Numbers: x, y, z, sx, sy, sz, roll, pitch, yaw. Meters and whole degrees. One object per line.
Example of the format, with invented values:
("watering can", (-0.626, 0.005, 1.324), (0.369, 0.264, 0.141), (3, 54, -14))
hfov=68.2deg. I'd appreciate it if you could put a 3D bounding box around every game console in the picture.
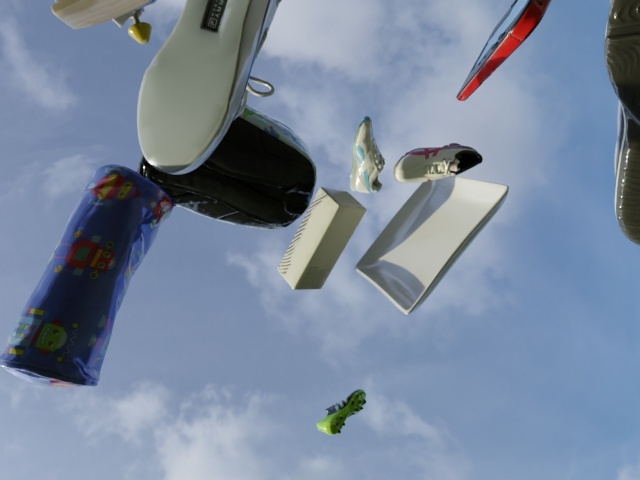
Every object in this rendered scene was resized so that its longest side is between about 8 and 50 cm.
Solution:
("game console", (0.555, -0.629, 1.390), (0.060, 0.342, 0.386), (35, -116, -5))

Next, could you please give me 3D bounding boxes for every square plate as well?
("square plate", (0.256, -0.008, 1.151), (0.049, 0.344, 0.347), (39, -89, -20))

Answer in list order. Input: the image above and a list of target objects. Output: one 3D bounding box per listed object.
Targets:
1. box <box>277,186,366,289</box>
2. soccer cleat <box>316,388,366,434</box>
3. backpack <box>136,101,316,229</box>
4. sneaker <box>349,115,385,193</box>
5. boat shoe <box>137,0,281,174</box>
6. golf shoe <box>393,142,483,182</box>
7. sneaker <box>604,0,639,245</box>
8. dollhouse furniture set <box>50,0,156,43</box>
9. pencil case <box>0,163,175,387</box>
("box", (0.000, 0.000, 1.260), (0.113, 0.094, 0.275), (6, -58, -45))
("soccer cleat", (0.058, 0.451, 1.265), (0.179, 0.072, 0.060), (-27, -73, -49))
("backpack", (-0.178, -0.171, 1.038), (0.355, 0.273, 0.290), (22, -69, -9))
("sneaker", (0.140, -0.243, 1.355), (0.087, 0.092, 0.229), (-60, -25, -50))
("boat shoe", (-0.128, -0.263, 0.650), (0.135, 0.156, 0.367), (24, -77, 12))
("golf shoe", (0.239, -0.159, 0.963), (0.186, 0.086, 0.067), (-18, -69, -15))
("sneaker", (0.429, -0.236, 0.582), (0.257, 0.169, 0.448), (-58, -38, -49))
("dollhouse furniture set", (-0.236, -0.405, 0.724), (0.286, 0.303, 0.198), (-21, -94, 6))
("pencil case", (-0.306, 0.046, 0.643), (0.119, 0.133, 0.306), (17, -118, -7))
